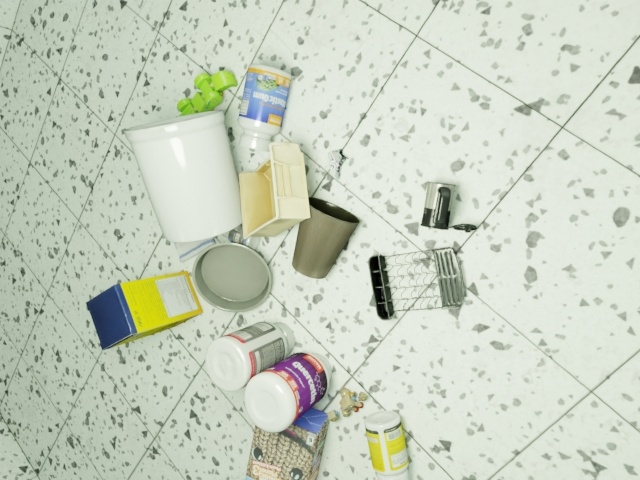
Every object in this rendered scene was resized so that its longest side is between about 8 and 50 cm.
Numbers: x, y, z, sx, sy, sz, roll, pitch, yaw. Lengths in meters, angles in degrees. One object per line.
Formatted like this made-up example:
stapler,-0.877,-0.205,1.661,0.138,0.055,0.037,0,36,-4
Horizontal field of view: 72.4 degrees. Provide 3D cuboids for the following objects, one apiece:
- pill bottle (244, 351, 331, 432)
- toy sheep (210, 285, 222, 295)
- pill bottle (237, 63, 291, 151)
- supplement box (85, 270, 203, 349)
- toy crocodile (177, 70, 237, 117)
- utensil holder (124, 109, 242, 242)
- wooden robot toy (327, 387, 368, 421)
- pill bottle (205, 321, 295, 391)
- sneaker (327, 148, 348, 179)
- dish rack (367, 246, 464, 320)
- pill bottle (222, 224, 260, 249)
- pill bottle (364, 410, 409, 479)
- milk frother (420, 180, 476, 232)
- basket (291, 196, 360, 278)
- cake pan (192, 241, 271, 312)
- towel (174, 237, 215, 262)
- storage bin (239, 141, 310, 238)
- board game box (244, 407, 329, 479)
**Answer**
pill bottle,-0.089,0.477,1.434,0.181,0.323,0.182,3,96,28
toy sheep,-0.406,0.180,1.718,0.132,0.091,0.091,-36,78,32
pill bottle,-0.199,-0.452,1.510,0.152,0.152,0.272,19,104,26
supplement box,-0.678,0.265,1.717,0.195,0.356,0.194,-27,81,28
toy crocodile,-0.453,-0.523,1.681,0.340,0.105,0.115,-39,77,30
utensil holder,-0.452,-0.227,1.523,0.327,0.327,0.386,3,116,28
wooden robot toy,0.092,0.548,1.504,0.173,0.076,0.079,-47,37,24
pill bottle,-0.224,0.379,1.502,0.176,0.318,0.176,3,95,29
sneaker,0.065,-0.255,1.448,0.069,0.038,0.098,-14,88,30
dish rack,0.294,0.127,1.337,0.271,0.074,0.208,-10,90,29
pill bottle,-0.301,-0.019,1.646,0.137,0.078,0.078,25,106,25
pill bottle,0.216,0.670,1.402,0.119,0.119,0.209,-11,89,29
milk frother,0.379,-0.096,1.270,0.143,0.129,0.135,5,100,-15
basket,0.000,0.000,1.447,0.204,0.154,0.227,28,111,22
cake pan,-0.322,0.130,1.613,0.293,0.054,0.293,1,115,2
towel,-0.551,-0.072,1.804,0.209,0.034,0.285,-25,82,27
storage bin,-0.161,-0.160,1.453,0.262,0.123,0.260,-25,68,56
board game box,-0.117,0.740,1.558,0.232,0.141,0.291,14,101,17
